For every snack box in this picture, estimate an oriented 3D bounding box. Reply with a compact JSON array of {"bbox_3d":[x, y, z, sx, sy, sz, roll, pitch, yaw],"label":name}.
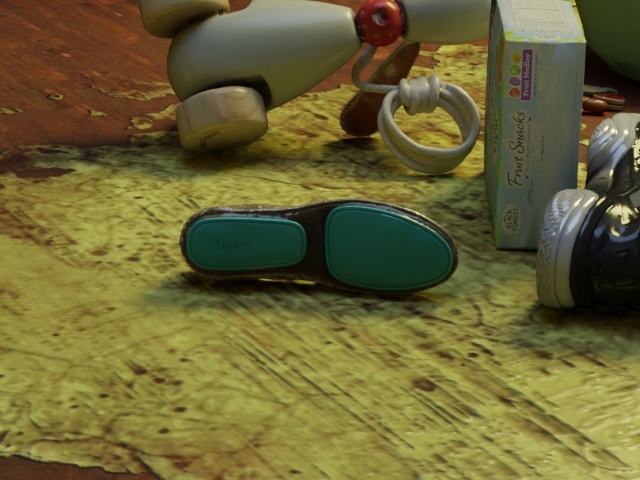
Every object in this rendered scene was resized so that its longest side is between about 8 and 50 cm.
[{"bbox_3d":[0.174,-0.108,1.429,0.070,0.174,0.207,1,20,1],"label":"snack box"}]

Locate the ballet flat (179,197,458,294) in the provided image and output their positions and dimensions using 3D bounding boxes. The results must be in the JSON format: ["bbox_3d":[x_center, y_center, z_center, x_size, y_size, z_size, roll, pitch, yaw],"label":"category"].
[{"bbox_3d":[0.000,0.000,1.287,0.206,0.073,0.067,6,6,2],"label":"ballet flat"}]

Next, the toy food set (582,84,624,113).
[{"bbox_3d":[0.256,-0.141,1.747,0.122,0.019,0.078,2,19,-22],"label":"toy food set"}]

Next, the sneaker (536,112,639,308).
[{"bbox_3d":[0.266,-0.015,1.305,0.153,0.101,0.268,11,28,21],"label":"sneaker"}]

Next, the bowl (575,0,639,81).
[{"bbox_3d":[0.406,-0.265,1.881,0.311,0.163,0.311,2,21,-1],"label":"bowl"}]

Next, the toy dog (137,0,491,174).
[{"bbox_3d":[-0.008,-0.169,1.612,0.333,0.220,0.161,8,-11,-3],"label":"toy dog"}]
